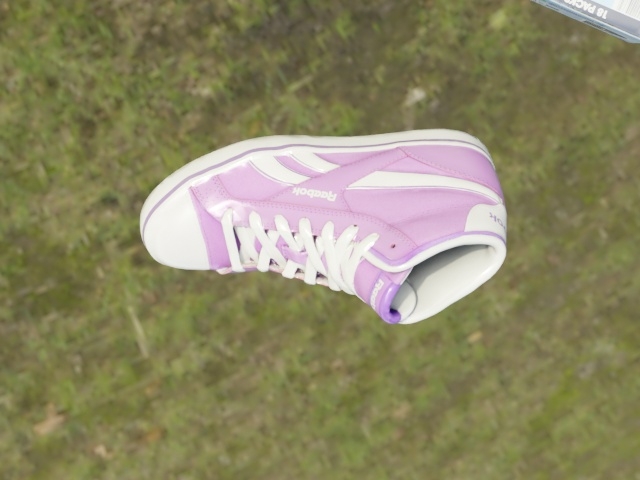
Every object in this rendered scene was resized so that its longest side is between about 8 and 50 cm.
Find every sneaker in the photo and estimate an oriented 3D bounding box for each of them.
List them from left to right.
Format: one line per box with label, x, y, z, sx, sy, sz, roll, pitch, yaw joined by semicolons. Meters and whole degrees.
sneaker;0.000;-0.001;1.167;0.282;0.161;0.102;-11;130;5

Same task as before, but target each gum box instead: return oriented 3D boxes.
gum box;0.180;-0.199;1.189;0.184;0.157;0.041;-45;158;-81
